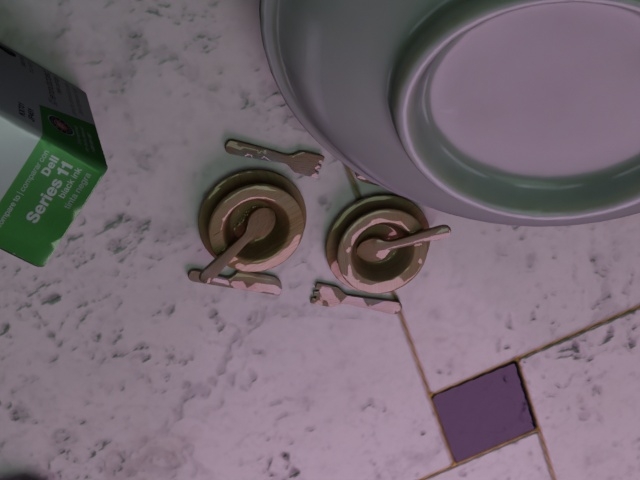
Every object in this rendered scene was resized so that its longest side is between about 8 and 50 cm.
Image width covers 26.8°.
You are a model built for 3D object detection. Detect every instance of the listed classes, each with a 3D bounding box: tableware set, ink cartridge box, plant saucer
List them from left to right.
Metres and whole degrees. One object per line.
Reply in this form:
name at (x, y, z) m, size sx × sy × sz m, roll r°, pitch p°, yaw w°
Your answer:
ink cartridge box at (-0.255, -0.090, 0.874) m, size 0.208 × 0.153 × 0.087 m, roll 29°, pitch 105°, yaw -27°
tableware set at (0.000, 0.000, 1.053) m, size 0.194 × 0.039 × 0.128 m, roll 10°, pitch 113°, yaw -19°
plant saucer at (0.156, -0.116, 0.883) m, size 0.400 × 0.101 × 0.400 m, roll 2°, pitch 142°, yaw 2°
